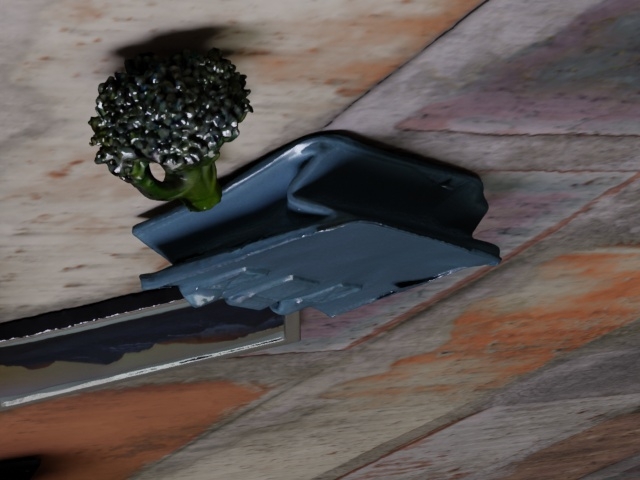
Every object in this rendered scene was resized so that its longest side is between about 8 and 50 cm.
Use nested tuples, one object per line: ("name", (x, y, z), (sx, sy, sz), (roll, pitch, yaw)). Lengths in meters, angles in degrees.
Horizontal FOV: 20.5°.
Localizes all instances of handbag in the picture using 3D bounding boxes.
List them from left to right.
("handbag", (0.000, 0.000, 1.172), (0.179, 0.062, 0.229), (-20, 162, 30))

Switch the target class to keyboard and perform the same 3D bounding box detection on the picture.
("keyboard", (-0.315, 0.240, 1.763), (0.053, 0.010, 0.155), (-6, 162, -22))

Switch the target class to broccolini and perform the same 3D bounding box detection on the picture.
("broccolini", (-0.082, -0.054, 0.954), (0.091, 0.068, 0.202), (-41, 177, -11))

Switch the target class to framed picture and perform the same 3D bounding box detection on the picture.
("framed picture", (-0.145, 0.076, 1.366), (0.265, 0.018, 0.192), (-13, 162, -4))
